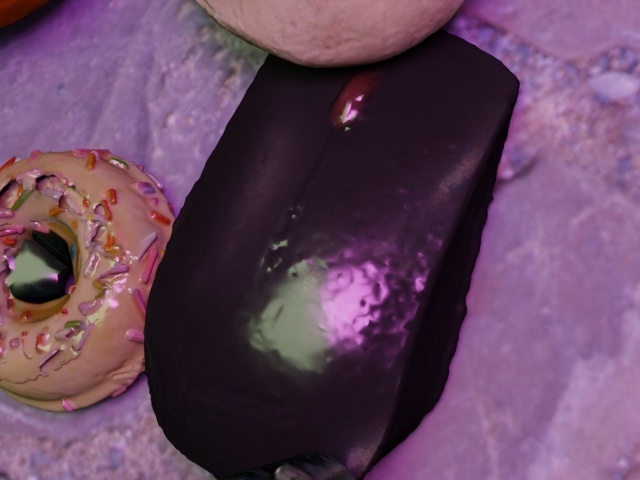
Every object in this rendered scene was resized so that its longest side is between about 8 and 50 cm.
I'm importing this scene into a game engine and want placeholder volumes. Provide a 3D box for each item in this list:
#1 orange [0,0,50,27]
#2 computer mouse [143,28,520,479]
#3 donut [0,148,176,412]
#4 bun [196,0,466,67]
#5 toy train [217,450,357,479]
[{"bbox_3d":[-0.244,-0.240,0.757,0.224,0.170,0.224,-6,76,24],"label":"orange"},{"bbox_3d":[-0.002,0.000,0.650,0.168,0.087,0.295,16,84,25],"label":"computer mouse"},{"bbox_3d":[-0.166,0.021,0.731,0.175,0.068,0.174,-4,79,24],"label":"donut"},{"bbox_3d":[-0.001,-0.179,0.654,0.164,0.111,0.188,-43,51,-5],"label":"bun"},{"bbox_3d":[-0.007,0.286,0.542,0.397,0.160,0.253,47,113,23],"label":"toy train"}]
